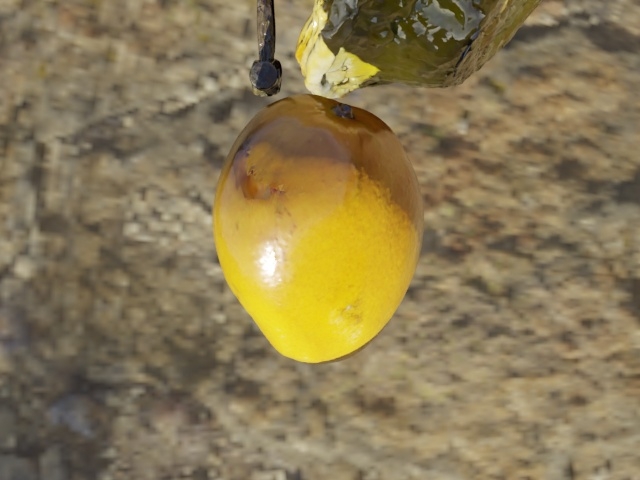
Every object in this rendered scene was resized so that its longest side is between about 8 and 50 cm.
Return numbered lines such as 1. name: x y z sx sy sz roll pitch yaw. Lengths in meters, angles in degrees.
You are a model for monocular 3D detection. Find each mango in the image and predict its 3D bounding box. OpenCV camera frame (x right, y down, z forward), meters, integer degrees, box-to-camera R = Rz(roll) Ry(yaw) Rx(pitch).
1. mango: 0.000 0.000 1.300 0.145 0.219 0.112 -35 54 -21

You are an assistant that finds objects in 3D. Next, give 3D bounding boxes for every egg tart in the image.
1. egg tart: 0.102 -0.201 1.443 0.116 0.295 0.294 36 108 9

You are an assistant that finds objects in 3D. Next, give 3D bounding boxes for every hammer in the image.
1. hammer: -0.036 -0.183 1.305 0.021 0.065 0.178 0 97 1
